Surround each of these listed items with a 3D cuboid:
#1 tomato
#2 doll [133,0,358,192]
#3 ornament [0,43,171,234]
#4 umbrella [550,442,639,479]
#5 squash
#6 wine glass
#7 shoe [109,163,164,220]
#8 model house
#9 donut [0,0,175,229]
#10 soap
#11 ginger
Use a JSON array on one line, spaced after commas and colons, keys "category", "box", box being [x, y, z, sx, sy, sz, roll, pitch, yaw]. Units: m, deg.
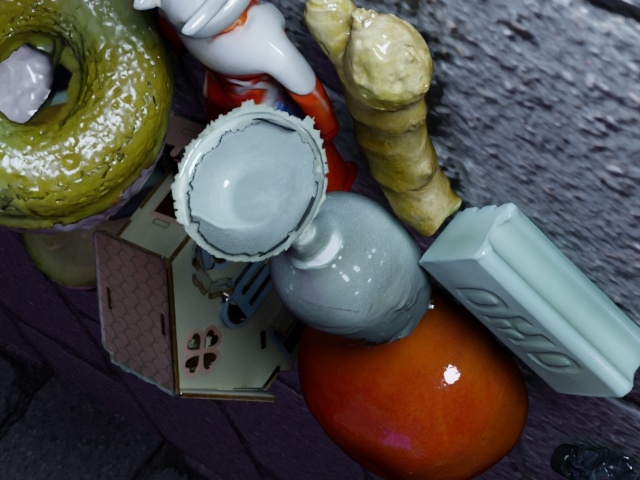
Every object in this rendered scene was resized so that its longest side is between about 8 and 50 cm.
[{"category": "tomato", "box": [0.096, 0.163, 1.765, 0.260, 0.180, 0.260, 31, 164, 10]}, {"category": "doll", "box": [-0.068, -0.155, 1.423, 0.188, 0.099, 0.384, 29, 167, 19]}, {"category": "ornament", "box": [-0.282, -0.122, 1.645, 0.259, 0.225, 0.259, 33, 172, 5]}, {"category": "umbrella", "box": [0.337, 0.269, 1.773, 0.071, 0.080, 0.224, 6, -173, -37]}, {"category": "squash", "box": [-0.272, -0.031, 2.223, 0.189, 0.189, 0.260, 31, -163, 16]}, {"category": "wine glass", "box": [0.000, 0.000, 1.458, 0.143, 0.143, 0.321, 26, 173, 31]}, {"category": "shoe", "box": [-0.225, -0.075, 1.972, 0.195, 0.079, 0.078, 149, 104, -79]}, {"category": "model house", "box": [-0.122, 0.053, 1.796, 0.169, 0.244, 0.326, 25, 158, 40]}, {"category": "donut", "box": [-0.253, -0.147, 1.465, 0.272, 0.272, 0.107, 37, 165, -2]}, {"category": "soap", "box": [0.194, 0.056, 1.491, 0.198, 0.066, 0.119, 43, 160, -18]}, {"category": "ginger", "box": [0.062, -0.093, 1.362, 0.118, 0.065, 0.299, 42, 166, 32]}]
